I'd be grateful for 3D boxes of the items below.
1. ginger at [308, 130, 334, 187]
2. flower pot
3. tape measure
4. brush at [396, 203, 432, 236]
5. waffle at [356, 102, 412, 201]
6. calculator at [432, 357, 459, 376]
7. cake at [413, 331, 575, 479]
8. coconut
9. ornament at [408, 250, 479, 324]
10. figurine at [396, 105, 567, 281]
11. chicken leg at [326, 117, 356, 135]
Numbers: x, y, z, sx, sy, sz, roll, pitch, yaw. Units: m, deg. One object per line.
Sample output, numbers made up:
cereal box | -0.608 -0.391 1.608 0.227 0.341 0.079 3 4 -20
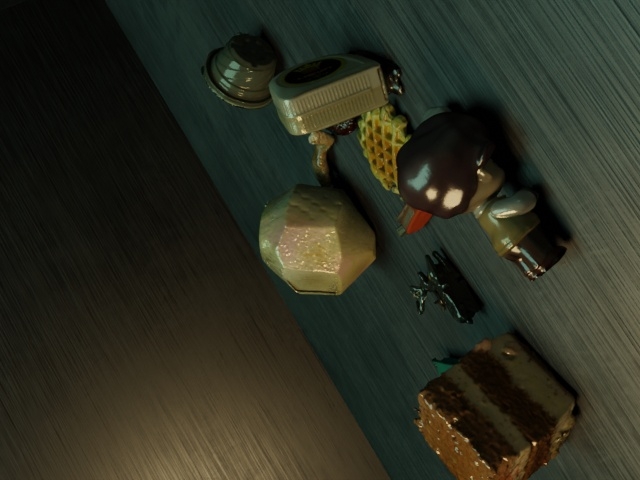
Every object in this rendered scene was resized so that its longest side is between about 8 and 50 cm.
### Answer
ginger | 0.004 -0.236 2.181 0.288 0.075 0.089 89 170 -66
flower pot | -0.218 -0.513 2.195 0.235 0.235 0.140 55 139 17
tape measure | 0.028 -0.342 1.702 0.231 0.271 0.133 -118 6 -61
brush | 0.234 -0.064 1.803 0.051 0.070 0.323 59 166 12
waffle | 0.164 -0.212 1.783 0.250 0.056 0.261 60 165 2
calculator | 0.430 0.438 2.059 0.274 0.058 0.248 61 163 -2
cake | 0.400 0.407 1.694 0.282 0.290 0.255 49 161 32
coconut | 0.000 0.000 2.217 0.352 0.353 0.352 53 162 26
ornament | 0.311 0.153 1.914 0.202 0.080 0.236 58 161 18
figurine | 0.312 -0.099 1.409 0.365 0.206 0.218 33 -178 8
chicken leg | 0.055 -0.325 1.933 0.253 0.051 0.106 11 123 65
